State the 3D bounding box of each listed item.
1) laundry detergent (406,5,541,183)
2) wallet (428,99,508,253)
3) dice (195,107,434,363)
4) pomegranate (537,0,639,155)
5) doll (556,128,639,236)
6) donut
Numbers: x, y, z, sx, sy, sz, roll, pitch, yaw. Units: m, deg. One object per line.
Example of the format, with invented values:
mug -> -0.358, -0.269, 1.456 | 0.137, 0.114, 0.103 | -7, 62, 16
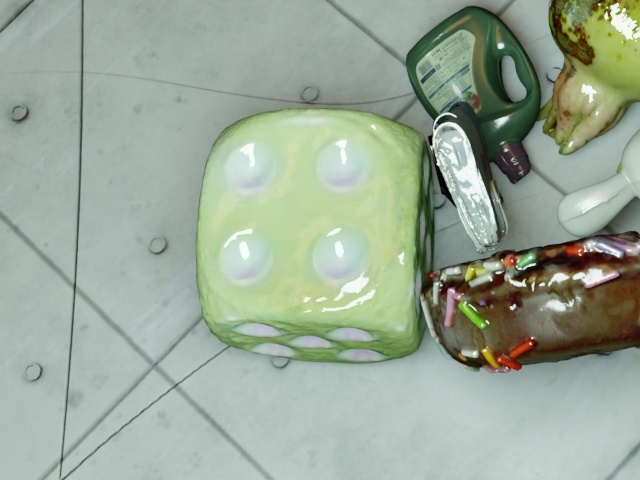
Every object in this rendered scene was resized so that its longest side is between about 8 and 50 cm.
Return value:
laundry detergent -> 0.207, -0.173, 1.968 | 0.144, 0.078, 0.222 | -38, 67, 16
wallet -> 0.166, -0.071, 1.832 | 0.069, 0.231, 0.170 | -17, 96, 11
dice -> 0.000, 0.000, 1.853 | 0.249, 0.254, 0.252 | 3, 74, 10
pomegranate -> 0.362, -0.233, 1.903 | 0.222, 0.204, 0.276 | 37, 82, 10
doll -> 0.422, -0.098, 1.846 | 0.252, 0.237, 0.111 | -40, 107, -40
donut -> 0.243, 0.069, 1.743 | 0.259, 0.345, 0.136 | -12, 87, 1
